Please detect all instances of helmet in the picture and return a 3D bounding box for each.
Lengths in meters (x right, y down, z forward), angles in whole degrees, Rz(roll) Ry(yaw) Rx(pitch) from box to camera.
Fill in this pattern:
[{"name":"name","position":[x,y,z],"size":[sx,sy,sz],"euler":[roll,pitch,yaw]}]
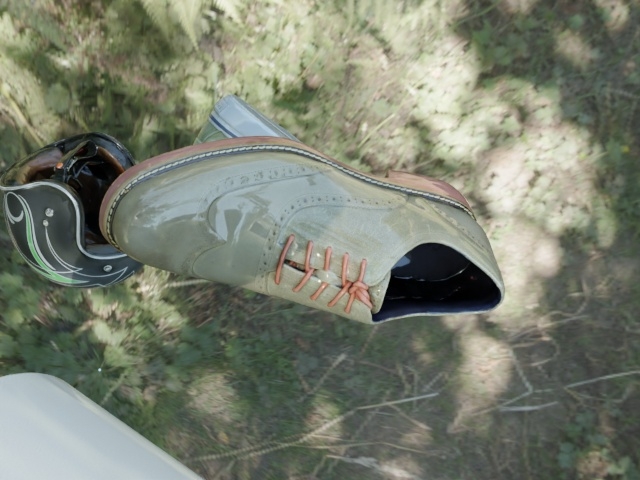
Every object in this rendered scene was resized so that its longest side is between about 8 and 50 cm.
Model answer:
[{"name":"helmet","position":[-0.270,-0.024,1.111],"size":[0.169,0.169,0.161],"euler":[-31,118,-15]}]

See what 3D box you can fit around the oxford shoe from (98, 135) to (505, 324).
[{"name":"oxford shoe","position":[0.000,0.000,0.795],"size":[0.348,0.130,0.123],"euler":[2,123,-24]}]

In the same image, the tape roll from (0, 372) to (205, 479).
[{"name":"tape roll","position":[-0.178,0.228,0.609],"size":[0.169,0.246,0.246],"euler":[28,75,24]}]

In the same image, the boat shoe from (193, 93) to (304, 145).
[{"name":"boat shoe","position":[-0.018,-0.050,1.150],"size":[0.302,0.109,0.094],"euler":[38,103,-11]}]
